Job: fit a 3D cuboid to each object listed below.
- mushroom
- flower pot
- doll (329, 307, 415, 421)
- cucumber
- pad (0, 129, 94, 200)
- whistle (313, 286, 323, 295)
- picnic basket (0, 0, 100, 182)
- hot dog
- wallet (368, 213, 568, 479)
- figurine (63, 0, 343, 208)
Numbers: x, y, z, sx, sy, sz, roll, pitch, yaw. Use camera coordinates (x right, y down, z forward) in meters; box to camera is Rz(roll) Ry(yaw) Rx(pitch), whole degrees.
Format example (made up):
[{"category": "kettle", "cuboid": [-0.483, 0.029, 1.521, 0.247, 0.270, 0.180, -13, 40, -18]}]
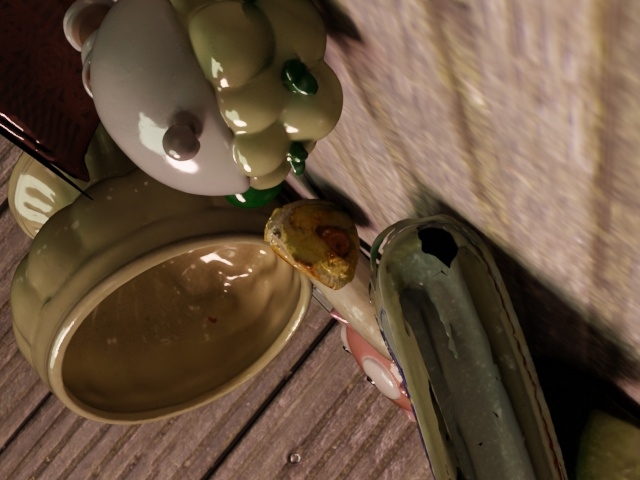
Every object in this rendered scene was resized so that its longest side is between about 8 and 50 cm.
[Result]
[{"category": "mushroom", "cuboid": [0.049, 0.050, 1.004, 0.209, 0.071, 0.084, 42, 171, 17]}, {"category": "flower pot", "cuboid": [-0.175, 0.008, 1.132, 0.244, 0.307, 0.307, 58, -174, 33]}, {"category": "doll", "cuboid": [0.099, 0.137, 1.233, 0.211, 0.093, 0.262, 48, 175, -25]}, {"category": "cucumber", "cuboid": [0.183, 0.166, 0.850, 0.145, 0.105, 0.325, 40, 178, -5]}, {"category": "pad", "cuboid": [-0.363, -0.130, 0.945, 0.323, 0.055, 0.250, 16, -168, -40]}, {"category": "whistle", "cuboid": [0.127, 0.122, 1.083, 0.304, 0.062, 0.062, 39, 175, 8]}, {"category": "picnic basket", "cuboid": [-0.287, -0.185, 1.003, 0.222, 0.129, 0.297, 41, 176, -40]}, {"category": "hot dog", "cuboid": [0.000, -0.001, 0.898, 0.078, 0.061, 0.169, 40, 176, -12]}, {"category": "wallet", "cuboid": [0.086, 0.105, 0.729, 0.309, 0.077, 0.223, 73, 176, -83]}, {"category": "figurine", "cuboid": [-0.058, -0.079, 0.492, 0.147, 0.094, 0.197, 67, 170, -27]}]
